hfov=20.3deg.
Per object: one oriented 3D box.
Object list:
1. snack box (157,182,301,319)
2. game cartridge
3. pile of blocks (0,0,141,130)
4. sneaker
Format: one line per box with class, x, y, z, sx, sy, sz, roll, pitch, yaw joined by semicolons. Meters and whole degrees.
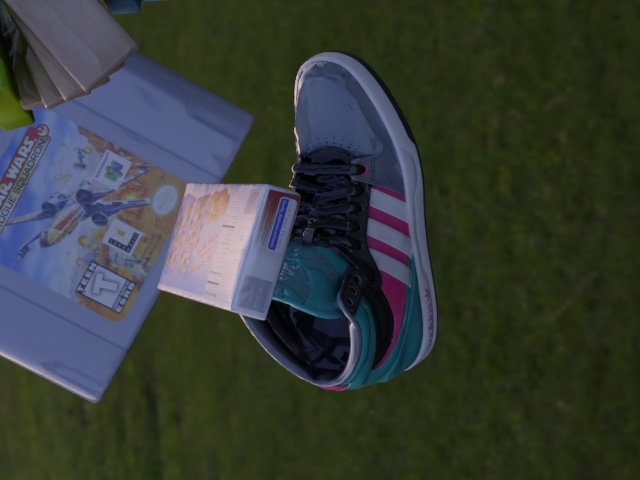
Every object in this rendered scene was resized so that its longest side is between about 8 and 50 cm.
snack box;-0.051;0.003;0.942;0.178;0.022;0.064;-173;99;-73
game cartridge;-0.213;-0.026;1.577;0.297;0.198;0.062;-61;14;6
pile of blocks;-0.140;-0.162;1.083;0.149;0.362;0.112;51;175;9
sneaker;0.000;0.000;1.516;0.124;0.178;0.295;-4;107;35
